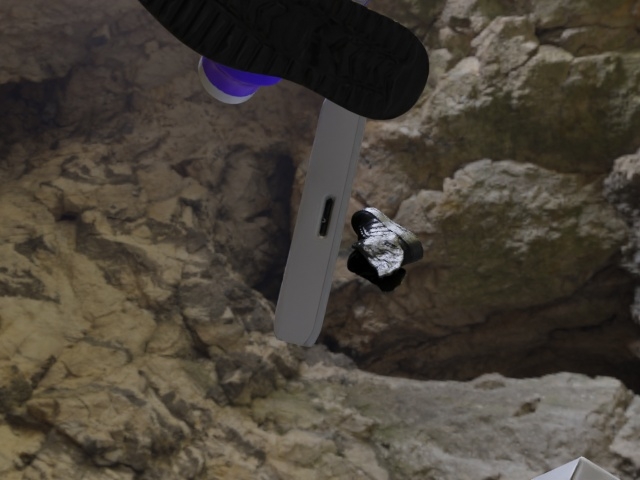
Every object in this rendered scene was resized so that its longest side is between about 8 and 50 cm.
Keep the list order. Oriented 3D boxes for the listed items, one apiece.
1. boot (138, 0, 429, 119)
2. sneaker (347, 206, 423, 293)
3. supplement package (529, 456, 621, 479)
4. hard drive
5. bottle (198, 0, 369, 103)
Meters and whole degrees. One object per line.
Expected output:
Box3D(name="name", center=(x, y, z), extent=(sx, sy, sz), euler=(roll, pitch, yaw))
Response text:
Box3D(name="boot", center=(-0.044, -0.144, 0.352), extent=(0.198, 0.137, 0.077), euler=(28, -76, -31))
Box3D(name="sneaker", center=(0.065, 0.009, 0.748), extent=(0.089, 0.170, 0.051), euler=(-24, -58, -23))
Box3D(name="supplement package", center=(0.286, 0.348, 0.476), extent=(0.175, 0.293, 0.177), euler=(-52, -17, -25))
Box3D(name="hard drive", center=(0.000, 0.000, 0.691), extent=(0.353, 0.047, 0.233), euler=(97, -175, -83))
Box3D(name="bottle", center=(-0.036, -0.209, 0.503), extent=(0.118, 0.283, 0.092), euler=(20, -112, -21))
